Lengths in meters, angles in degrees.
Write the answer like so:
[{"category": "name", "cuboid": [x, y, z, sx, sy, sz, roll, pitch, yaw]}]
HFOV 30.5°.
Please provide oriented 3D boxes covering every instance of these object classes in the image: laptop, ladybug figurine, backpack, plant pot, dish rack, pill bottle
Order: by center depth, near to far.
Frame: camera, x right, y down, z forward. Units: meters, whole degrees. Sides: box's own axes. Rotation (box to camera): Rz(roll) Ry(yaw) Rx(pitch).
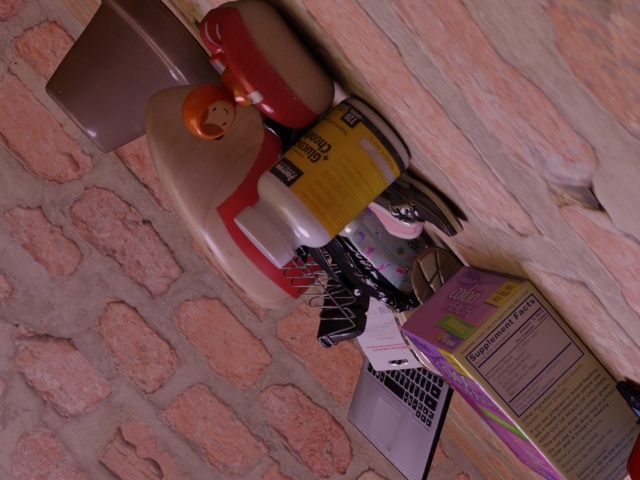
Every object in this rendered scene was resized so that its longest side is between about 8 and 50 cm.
[{"category": "pill bottle", "cuboid": [-0.001, -0.059, 1.259, 0.103, 0.184, 0.103, 46, 174, 6]}, {"category": "backpack", "cuboid": [0.060, -0.002, 1.537, 0.182, 0.115, 0.152, 48, 161, -28]}, {"category": "dish rack", "cuboid": [0.000, 0.000, 1.669, 0.271, 0.074, 0.208, 53, -144, -43]}, {"category": "ladybug figurine", "cuboid": [-0.103, -0.071, 1.787, 0.449, 0.162, 0.305, 52, -161, -50]}, {"category": "plant pot", "cuboid": [-0.322, -0.270, 1.950, 0.263, 0.229, 0.263, 46, 175, 5]}, {"category": "laptop", "cuboid": [0.075, 0.188, 2.175, 0.236, 0.407, 0.382, 13, -173, -20]}]

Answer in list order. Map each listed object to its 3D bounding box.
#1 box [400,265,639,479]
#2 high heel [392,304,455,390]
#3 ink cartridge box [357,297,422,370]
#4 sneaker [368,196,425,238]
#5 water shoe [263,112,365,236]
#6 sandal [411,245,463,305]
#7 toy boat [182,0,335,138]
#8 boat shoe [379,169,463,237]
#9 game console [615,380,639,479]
[{"category": "box", "cuboid": [0.236, 0.161, 1.355, 0.243, 0.117, 0.213, 49, 174, -10]}, {"category": "high heel", "cuboid": [0.181, 0.164, 1.886, 0.261, 0.093, 0.186, 43, 174, -14]}, {"category": "ink cartridge box", "cuboid": [0.108, 0.127, 1.916, 0.104, 0.061, 0.181, -8, 127, 26]}, {"category": "sneaker", "cuboid": [0.074, -0.050, 1.425, 0.134, 0.051, 0.070, 41, 167, 20]}, {"category": "water shoe", "cuboid": [-0.013, -0.083, 1.391, 0.080, 0.073, 0.203, 2, -134, -30]}, {"category": "sandal", "cuboid": [0.177, 0.074, 1.509, 0.180, 0.072, 0.049, 45, -163, -26]}, {"category": "toy boat", "cuboid": [-0.088, -0.172, 1.293, 0.151, 0.151, 0.231, 49, 174, -18]}, {"category": "boat shoe", "cuboid": [0.098, -0.043, 1.308, 0.152, 0.049, 0.056, 43, 174, 41]}, {"category": "game console", "cuboid": [0.344, 0.230, 1.190, 0.144, 0.085, 0.124, 50, 173, -18]}]
